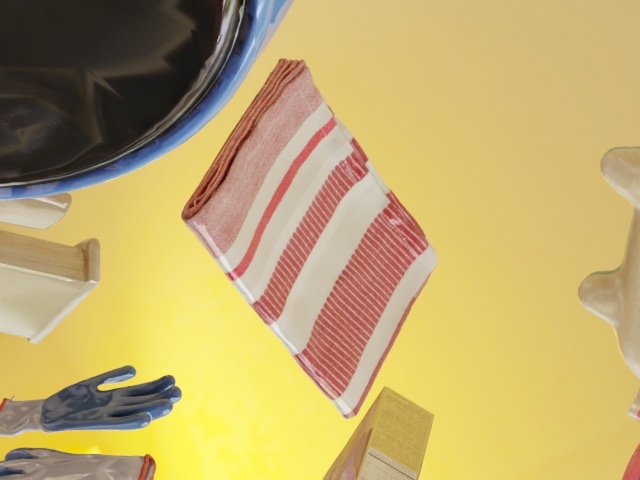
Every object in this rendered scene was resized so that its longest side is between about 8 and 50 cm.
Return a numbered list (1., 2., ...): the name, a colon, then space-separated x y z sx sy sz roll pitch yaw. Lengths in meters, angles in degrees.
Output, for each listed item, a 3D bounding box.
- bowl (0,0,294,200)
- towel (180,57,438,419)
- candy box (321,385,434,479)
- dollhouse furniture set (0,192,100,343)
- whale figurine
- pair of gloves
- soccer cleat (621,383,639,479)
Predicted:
1. bowl: -0.198 -0.162 0.829 0.391 0.391 0.077 73 21 -47
2. towel: 0.000 0.000 1.962 0.037 0.237 0.329 -2 -43 42
3. candy box: 0.031 0.204 1.433 0.053 0.109 0.186 31 25 -2
4. dollhouse furniture set: -0.298 -0.106 1.674 0.286 0.198 0.303 -40 -135 47
5. whale figurine: 0.335 0.011 1.663 0.141 0.216 0.272 -77 146 -59
6. pair of gloves: -0.192 0.159 1.447 0.198 0.159 0.023 -78 159 -61
7. soccer cleat: 0.199 0.159 1.023 0.083 0.095 0.248 -37 143 -64
